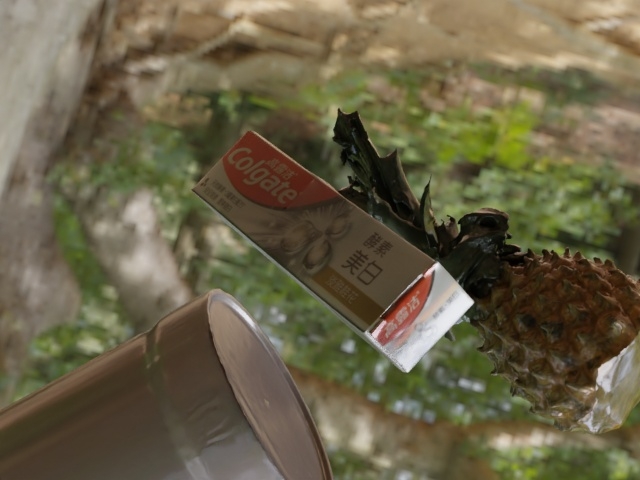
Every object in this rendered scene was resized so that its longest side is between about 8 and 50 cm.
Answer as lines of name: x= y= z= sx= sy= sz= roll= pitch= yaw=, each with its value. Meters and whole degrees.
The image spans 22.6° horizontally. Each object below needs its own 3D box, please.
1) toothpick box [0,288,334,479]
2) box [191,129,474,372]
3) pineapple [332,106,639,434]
toothpick box: x=-0.081 y=0.095 z=0.614 sx=0.098 sy=0.149 sz=0.098 roll=58 pitch=-169 yaw=-18
box: x=0.000 y=0.000 z=0.876 sx=0.039 sy=0.055 sz=0.218 roll=47 pitch=176 yaw=-36
pineapple: x=0.094 y=0.019 z=1.069 sx=0.277 sy=0.119 sz=0.130 roll=32 pitch=-173 yaw=32
